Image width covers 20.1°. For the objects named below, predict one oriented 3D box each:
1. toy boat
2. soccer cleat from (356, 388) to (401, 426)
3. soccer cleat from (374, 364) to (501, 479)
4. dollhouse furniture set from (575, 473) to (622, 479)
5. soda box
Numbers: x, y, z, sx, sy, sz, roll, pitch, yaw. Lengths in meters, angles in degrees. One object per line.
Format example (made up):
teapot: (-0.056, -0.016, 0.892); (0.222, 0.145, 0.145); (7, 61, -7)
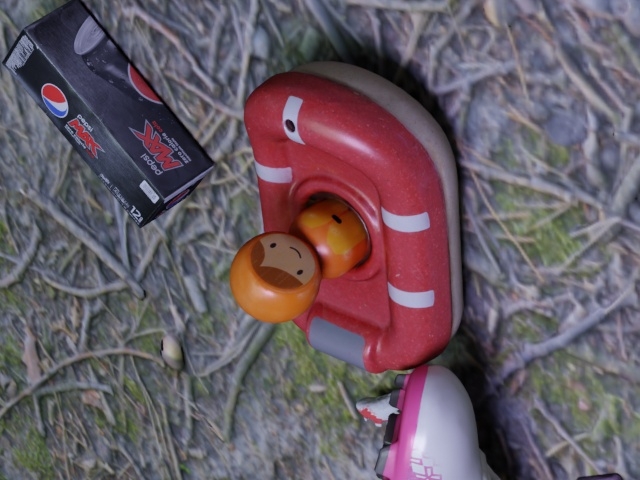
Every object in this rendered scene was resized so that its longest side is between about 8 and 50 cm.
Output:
toy boat: (0.000, 0.000, 1.199); (0.151, 0.151, 0.231); (20, 132, 35)
soccer cleat: (0.061, 0.119, 1.331); (0.083, 0.029, 0.035); (8, 116, 39)
soccer cleat: (0.107, 0.211, 1.293); (0.143, 0.116, 0.331); (9, 137, 7)
dollhouse furniture set: (0.207, 0.226, 1.216); (0.091, 0.081, 0.114); (-16, 107, 51)
soda box: (-0.160, -0.096, 1.367); (0.169, 0.060, 0.053); (50, 144, 3)
